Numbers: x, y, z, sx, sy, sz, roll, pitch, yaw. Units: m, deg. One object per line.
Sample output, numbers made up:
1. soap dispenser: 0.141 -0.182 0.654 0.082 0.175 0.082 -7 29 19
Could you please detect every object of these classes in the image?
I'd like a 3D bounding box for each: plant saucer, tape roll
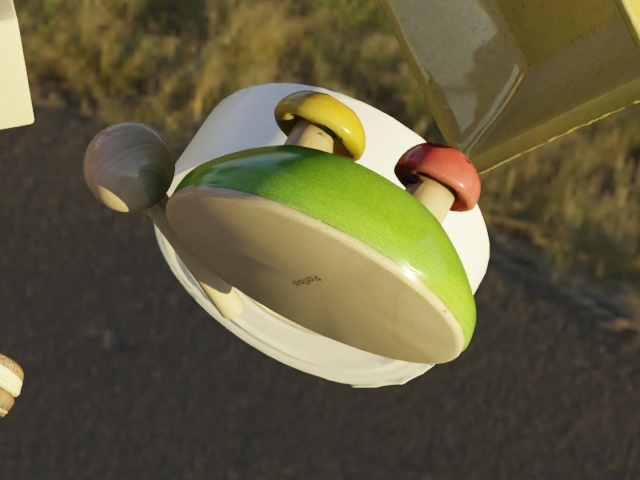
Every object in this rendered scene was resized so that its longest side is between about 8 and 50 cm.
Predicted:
1. plant saucer: 0.090 -0.220 1.114 0.081 0.333 0.333 -26 0 -15
2. tape roll: 0.000 0.000 1.707 0.286 0.286 0.100 19 54 17

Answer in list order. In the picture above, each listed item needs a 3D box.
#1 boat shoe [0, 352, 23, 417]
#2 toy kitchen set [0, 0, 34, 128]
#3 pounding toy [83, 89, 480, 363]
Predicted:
1. boat shoe: -0.326 0.091 1.272 0.257 0.095 0.095 14 -12 -3
2. toy kitchen set: -0.357 -0.198 1.742 0.166 0.122 0.207 -12 47 -9
3. pounding toy: -0.001 -0.025 1.112 0.236 0.183 0.110 10 65 43
